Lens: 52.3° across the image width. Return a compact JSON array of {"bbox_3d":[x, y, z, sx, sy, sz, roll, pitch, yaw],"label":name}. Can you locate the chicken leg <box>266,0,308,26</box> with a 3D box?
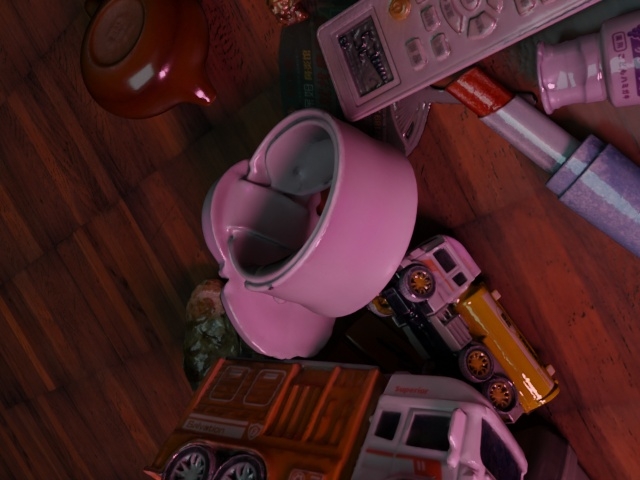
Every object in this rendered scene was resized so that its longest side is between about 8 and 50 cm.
[{"bbox_3d":[-0.055,-0.330,0.683,0.085,0.101,0.207,4,130,37],"label":"chicken leg"}]

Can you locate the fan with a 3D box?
[{"bbox_3d":[0.059,-0.187,0.718,0.294,0.012,0.223,-22,97,40],"label":"fan"}]

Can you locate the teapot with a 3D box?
[{"bbox_3d":[-0.218,-0.240,0.822,0.178,0.135,0.252,-51,56,6],"label":"teapot"}]

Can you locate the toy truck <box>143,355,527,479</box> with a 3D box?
[{"bbox_3d":[0.019,0.234,0.694,0.388,0.206,0.173,-4,138,36],"label":"toy truck"}]

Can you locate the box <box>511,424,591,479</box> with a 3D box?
[{"bbox_3d":[0.215,0.320,0.765,0.129,0.148,0.210,49,133,-5],"label":"box"}]

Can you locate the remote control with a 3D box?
[{"bbox_3d":[0.136,-0.220,0.616,0.313,0.055,0.109,-20,90,39],"label":"remote control"}]

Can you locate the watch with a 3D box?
[{"bbox_3d":[0.000,0.000,0.705,0.231,0.196,0.244,-16,61,48],"label":"watch"}]

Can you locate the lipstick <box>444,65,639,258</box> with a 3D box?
[{"bbox_3d":[0.232,-0.075,0.611,0.274,0.061,0.068,41,152,10],"label":"lipstick"}]

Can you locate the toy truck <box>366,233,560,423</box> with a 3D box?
[{"bbox_3d":[0.158,0.102,0.721,0.226,0.114,0.098,54,152,2],"label":"toy truck"}]

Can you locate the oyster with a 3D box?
[{"bbox_3d":[-0.112,0.203,0.929,0.294,0.094,0.166,47,123,23],"label":"oyster"}]

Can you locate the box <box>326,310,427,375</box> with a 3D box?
[{"bbox_3d":[0.058,0.229,0.880,0.152,0.070,0.237,39,127,15],"label":"box"}]

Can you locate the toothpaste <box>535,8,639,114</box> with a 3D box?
[{"bbox_3d":[0.328,-0.159,0.510,0.299,0.073,0.113,-7,108,29],"label":"toothpaste"}]
